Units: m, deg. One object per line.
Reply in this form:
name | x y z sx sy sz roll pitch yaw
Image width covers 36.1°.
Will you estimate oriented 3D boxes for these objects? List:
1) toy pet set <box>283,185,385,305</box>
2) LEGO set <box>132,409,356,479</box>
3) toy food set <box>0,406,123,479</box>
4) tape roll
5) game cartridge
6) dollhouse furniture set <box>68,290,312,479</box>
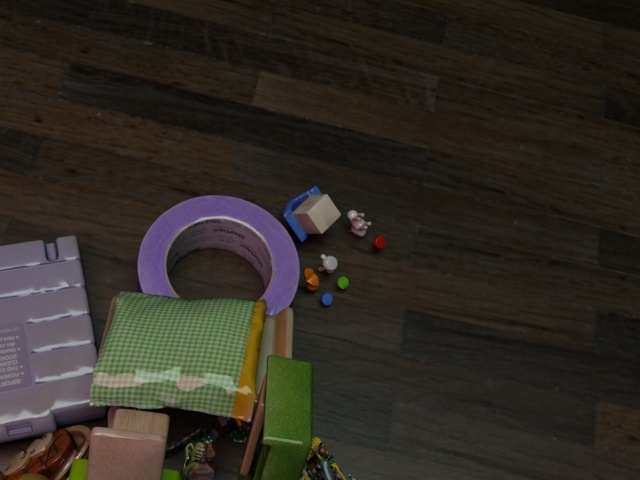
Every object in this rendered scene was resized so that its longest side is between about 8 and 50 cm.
toy pet set | 0.000 0.000 1.239 0.122 0.065 0.114 -45 112 -24
LEGO set | -0.113 0.263 0.985 0.331 0.192 0.255 -19 67 -20
toy food set | -0.283 0.227 0.982 0.192 0.132 0.038 -34 112 1
tape roll | -0.123 0.047 1.165 0.189 0.080 0.189 5 60 -8
game cartridge | -0.426 0.125 1.068 0.355 0.068 0.230 -9 63 -15
dollhouse furniture set | -0.118 0.114 0.940 0.197 0.151 0.301 9 38 -7
